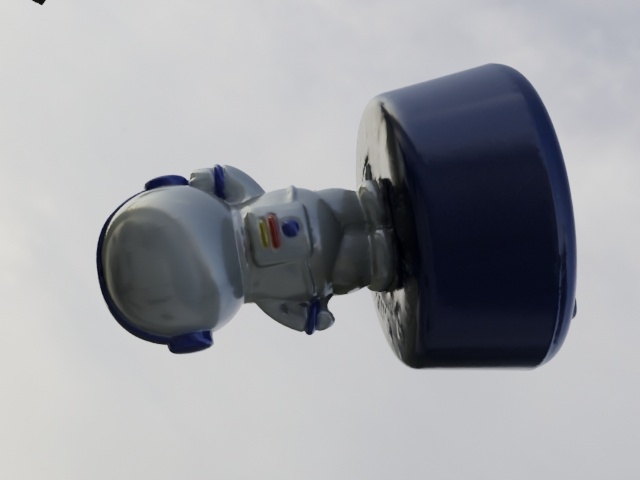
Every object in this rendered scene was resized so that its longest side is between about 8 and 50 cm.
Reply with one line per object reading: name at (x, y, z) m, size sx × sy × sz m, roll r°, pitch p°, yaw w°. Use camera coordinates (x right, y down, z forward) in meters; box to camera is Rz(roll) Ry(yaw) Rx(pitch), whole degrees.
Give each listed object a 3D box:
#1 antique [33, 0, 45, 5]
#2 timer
antique at (-0.305, -0.396, 1.742) m, size 0.081 × 0.080 × 0.221 m, roll 34°, pitch -55°, yaw -19°
timer at (0.000, 0.000, 1.238) m, size 0.270 × 0.383 × 0.271 m, roll 173°, pitch -90°, yaw -81°
